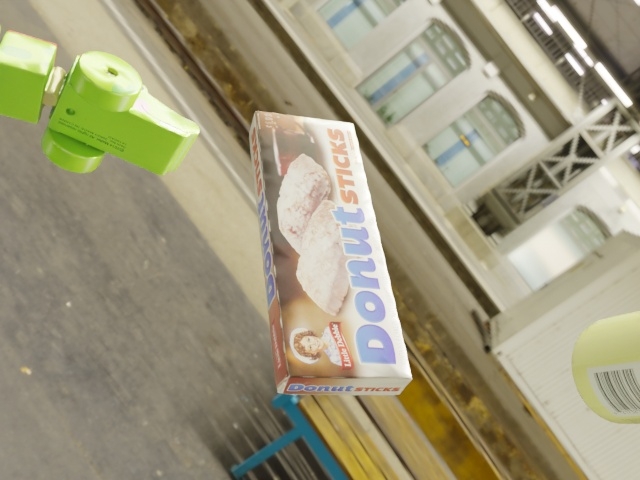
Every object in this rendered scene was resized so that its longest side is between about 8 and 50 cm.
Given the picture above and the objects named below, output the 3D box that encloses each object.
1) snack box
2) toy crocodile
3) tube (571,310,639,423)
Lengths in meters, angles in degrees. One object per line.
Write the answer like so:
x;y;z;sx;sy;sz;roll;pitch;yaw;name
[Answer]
0.000;0.000;0.404;0.064;0.022;0.178;5;51;-19;snack box
-0.287;-0.160;0.736;0.341;0.115;0.105;20;39;-20;toy crocodile
0.205;0.048;0.317;0.240;0.070;0.062;138;-57;-70;tube
